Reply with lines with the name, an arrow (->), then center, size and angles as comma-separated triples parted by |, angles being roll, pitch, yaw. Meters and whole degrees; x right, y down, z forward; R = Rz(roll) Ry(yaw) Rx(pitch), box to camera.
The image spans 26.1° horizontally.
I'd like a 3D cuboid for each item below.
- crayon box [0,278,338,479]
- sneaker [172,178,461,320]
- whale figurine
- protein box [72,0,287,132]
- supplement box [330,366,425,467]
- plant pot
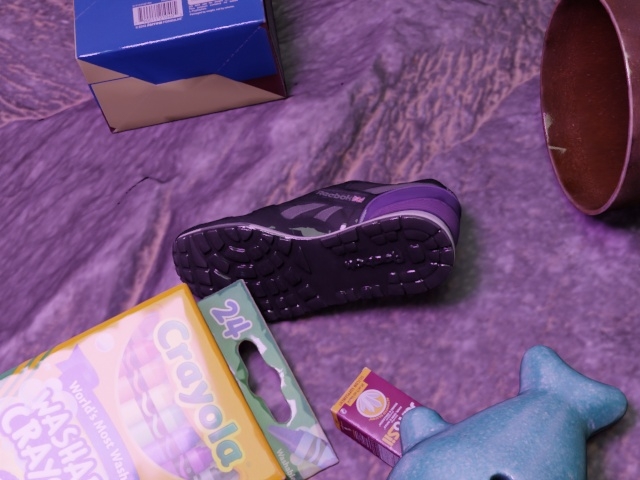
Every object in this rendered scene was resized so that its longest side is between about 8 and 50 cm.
crayon box -> -0.171, 0.180, 1.232 | 0.322, 0.083, 0.203 | -27, 74, -8
sneaker -> 0.000, 0.000, 1.350 | 0.283, 0.107, 0.124 | -4, 29, 16
whale figurine -> 0.164, 0.194, 1.158 | 0.216, 0.141, 0.272 | 32, 60, 16
protein box -> -0.154, -0.251, 1.484 | 0.199, 0.136, 0.201 | -11, 58, 3
supplement box -> 0.058, 0.164, 1.254 | 0.083, 0.043, 0.055 | 31, 68, 24
plant pot -> 0.355, -0.142, 1.316 | 0.230, 0.215, 0.215 | -6, 57, -12
